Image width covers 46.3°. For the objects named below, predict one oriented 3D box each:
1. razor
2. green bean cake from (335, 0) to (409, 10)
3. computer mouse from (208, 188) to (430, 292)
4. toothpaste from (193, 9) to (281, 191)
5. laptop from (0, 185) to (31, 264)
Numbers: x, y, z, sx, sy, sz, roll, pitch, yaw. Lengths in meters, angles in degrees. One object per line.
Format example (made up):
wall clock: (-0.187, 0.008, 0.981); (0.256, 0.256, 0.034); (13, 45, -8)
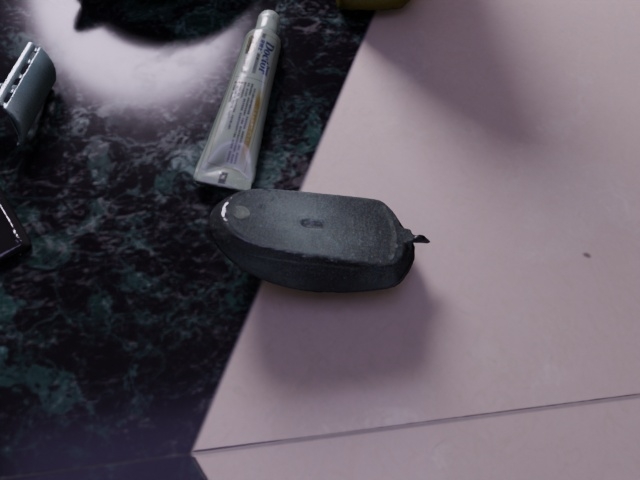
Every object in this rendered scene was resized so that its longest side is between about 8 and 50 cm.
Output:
razor: (-0.428, -0.169, 0.851); (0.232, 0.068, 0.106); (4, 51, 8)
green bean cake: (0.073, -0.436, 0.926); (0.124, 0.233, 0.236); (-4, 62, -12)
computer mouse: (-0.003, 0.004, 0.774); (0.229, 0.068, 0.113); (7, 48, -11)
toothpaste: (-0.087, -0.170, 0.879); (0.067, 0.037, 0.255); (13, 65, -3)
laptop: (-0.408, -0.036, 0.800); (0.135, 0.016, 0.197); (-30, 67, -19)
